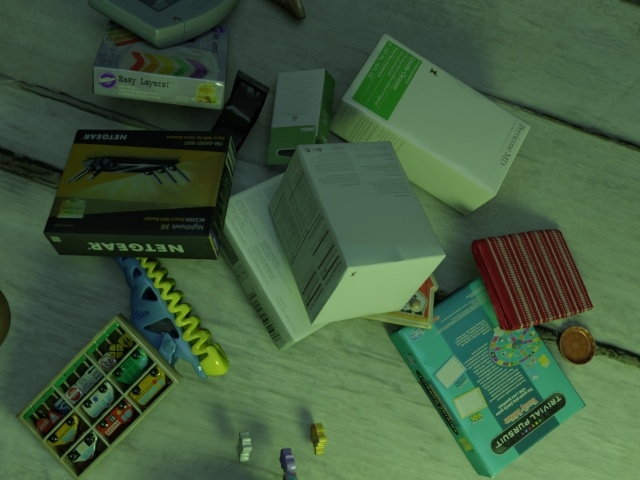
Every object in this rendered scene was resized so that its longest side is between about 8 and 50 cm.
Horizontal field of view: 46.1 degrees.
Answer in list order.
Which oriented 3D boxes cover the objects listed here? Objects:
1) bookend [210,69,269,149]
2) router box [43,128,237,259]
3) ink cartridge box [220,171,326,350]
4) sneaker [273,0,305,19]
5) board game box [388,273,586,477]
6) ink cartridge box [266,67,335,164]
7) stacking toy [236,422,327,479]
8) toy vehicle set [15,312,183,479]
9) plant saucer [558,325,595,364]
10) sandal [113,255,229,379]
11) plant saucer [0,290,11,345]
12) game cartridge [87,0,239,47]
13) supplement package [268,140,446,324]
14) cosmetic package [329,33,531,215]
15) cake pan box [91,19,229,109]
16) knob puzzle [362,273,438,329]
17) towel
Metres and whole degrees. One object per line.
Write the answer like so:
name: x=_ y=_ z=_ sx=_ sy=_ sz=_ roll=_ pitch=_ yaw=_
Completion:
bookend: x=-0.179 y=-0.230 z=1.501 sx=0.072 sy=0.156 sz=0.157 roll=30 pitch=74 yaw=-6
router box: x=-0.327 y=-0.090 z=1.404 sx=0.309 sy=0.081 sz=0.243 roll=1 pitch=58 yaw=7
ink cartridge box: x=0.000 y=0.000 z=1.542 sx=0.385 sy=0.091 sz=0.308 roll=-27 pitch=83 yaw=-32
sneaker: x=-0.102 y=-0.549 z=1.647 sx=0.071 sy=0.066 sz=0.188 roll=-31 pitch=79 yaw=1
board game box: x=0.337 y=0.264 z=1.531 sx=0.254 sy=0.079 sz=0.336 roll=-31 pitch=85 yaw=-16
ink cartridge box: x=-0.040 y=-0.246 z=1.558 sx=0.109 sy=0.062 sz=0.209 roll=0 pitch=74 yaw=23
stacking toy: x=-0.050 y=0.434 z=1.365 sx=0.167 sy=0.052 sz=0.221 roll=-1 pitch=40 yaw=-20
toy vehicle set: x=-0.398 y=0.282 z=1.356 sx=0.166 sy=0.035 sz=0.267 roll=45 pitch=95 yaw=2
plant saucer: x=0.550 y=0.226 z=1.615 sx=0.083 sy=0.013 sz=0.083 roll=3 pitch=77 yaw=-11
sandal: x=-0.310 y=0.145 z=1.414 sx=0.138 sy=0.126 sz=0.317 roll=-34 pitch=81 yaw=-2
plant saucer: x=-0.663 y=0.146 z=1.390 sx=0.168 sy=0.029 sz=0.168 roll=2 pitch=78 yaw=-11
game cartridge: x=-0.294 y=-0.495 z=1.523 sx=0.198 sy=0.062 sz=0.297 roll=35 pitch=49 yaw=8
supplement package: x=0.056 y=-0.017 z=1.376 sx=0.199 sy=0.198 sz=0.262 roll=-6 pitch=58 yaw=-27
cosmetic package: x=0.225 y=-0.238 z=1.584 sx=0.365 sy=0.155 sz=0.197 roll=30 pitch=70 yaw=-2
cake pan box: x=-0.306 y=-0.361 z=1.489 sx=0.246 sy=0.070 sz=0.267 roll=8 pitch=38 yaw=-9
knob puzzle: x=0.145 y=0.070 z=1.493 sx=0.213 sy=0.030 sz=0.213 roll=7 pitch=60 yaw=-12
towel: x=0.441 y=0.077 z=1.565 sx=0.275 sy=0.031 sz=0.199 roll=-7 pitch=71 yaw=-35
